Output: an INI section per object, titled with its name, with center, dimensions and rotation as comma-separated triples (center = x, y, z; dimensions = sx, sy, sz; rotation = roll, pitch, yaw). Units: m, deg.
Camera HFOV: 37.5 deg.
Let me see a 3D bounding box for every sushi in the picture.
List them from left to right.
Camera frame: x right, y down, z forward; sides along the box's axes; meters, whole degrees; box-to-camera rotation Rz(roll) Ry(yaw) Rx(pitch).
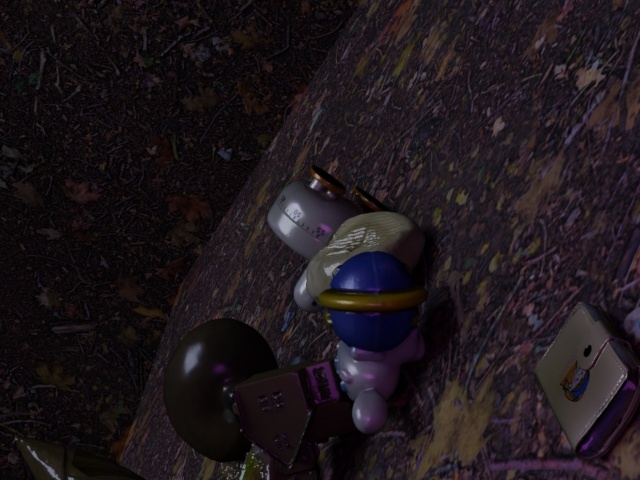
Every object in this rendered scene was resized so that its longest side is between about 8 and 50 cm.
[sushi]
center = -0.078, 0.434, 1.588
dimensions = 0.161, 0.107, 0.241
rotation = -62, 19, 12

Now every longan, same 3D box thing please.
[longan]
center = -0.199, 0.307, 1.948
dimensions = 0.300, 0.243, 0.300
rotation = 44, 144, 45

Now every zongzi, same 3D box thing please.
[zongzi]
center = -0.483, 0.616, 2.016
dimensions = 0.218, 0.467, 0.500
rotation = -60, 14, -5

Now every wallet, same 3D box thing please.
[wallet]
center = 0.273, 0.137, 0.953
dimensions = 0.155, 0.039, 0.110
rotation = -97, 32, -67

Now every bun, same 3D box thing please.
[bun]
center = 0.081, 0.050, 1.626
dimensions = 0.229, 0.145, 0.229
rotation = -19, 19, 7

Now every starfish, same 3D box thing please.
[starfish]
center = -0.175, 0.496, 1.963
dimensions = 0.210, 0.053, 0.150
rotation = -105, 38, -68

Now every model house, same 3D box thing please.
[model house]
center = -0.018, 0.325, 1.509
dimensions = 0.181, 0.176, 0.248
rotation = 0, -105, -82

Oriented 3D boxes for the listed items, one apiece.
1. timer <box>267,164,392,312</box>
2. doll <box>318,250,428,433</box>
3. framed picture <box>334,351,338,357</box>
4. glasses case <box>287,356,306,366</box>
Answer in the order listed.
[timer]
center = 0.000, 0.000, 1.836
dimensions = 0.240, 0.233, 0.233
rotation = -58, 14, 12
[doll]
center = 0.089, 0.136, 1.440
dimensions = 0.311, 0.159, 0.243
rotation = 173, 82, -86
[framed picture]
center = 0.073, 0.201, 1.648
dimensions = 0.197, 0.014, 0.252
rotation = -63, 13, 3
[glasses case]
center = -0.065, 0.315, 1.891
dimensions = 0.067, 0.045, 0.179
rotation = -49, 20, 51
